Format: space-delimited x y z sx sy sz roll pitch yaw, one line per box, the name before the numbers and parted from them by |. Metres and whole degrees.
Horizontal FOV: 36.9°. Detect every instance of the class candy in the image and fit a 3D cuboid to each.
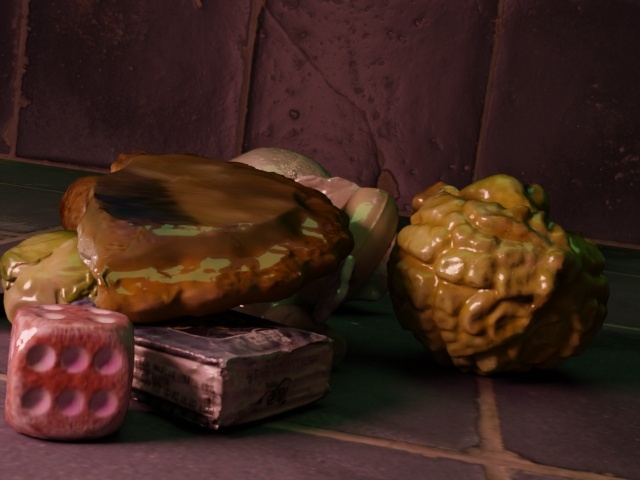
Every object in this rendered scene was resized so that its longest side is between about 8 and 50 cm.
candy | -0.078 -0.069 1.735 0.296 0.185 0.295 0 -12 0

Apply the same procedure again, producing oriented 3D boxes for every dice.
dice | -0.200 0.103 0.764 0.093 0.094 0.091 4 4 -19

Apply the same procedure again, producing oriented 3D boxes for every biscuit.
biscuit | -0.143 -0.027 1.003 0.329 0.078 0.335 -16 32 -42

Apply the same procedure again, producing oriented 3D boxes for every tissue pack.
tissue pack | -0.128 0.105 0.907 0.236 0.073 0.173 12 9 34

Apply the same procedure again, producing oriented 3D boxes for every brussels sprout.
brussels sprout | -0.265 0.051 1.025 0.155 0.117 0.155 2 34 -1

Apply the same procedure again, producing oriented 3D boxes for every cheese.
cheese | 0.013 0.037 1.104 0.071 0.163 0.249 38 41 -8

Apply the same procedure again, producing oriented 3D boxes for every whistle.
whistle | -0.052 0.091 1.145 0.126 0.067 0.258 6 9 -31

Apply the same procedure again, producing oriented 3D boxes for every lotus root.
lotus root | -0.366 -0.043 1.623 0.145 0.128 0.260 33 0 -24

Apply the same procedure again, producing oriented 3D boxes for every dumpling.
dumpling | 0.000 0.000 1.403 0.258 0.193 0.147 18 1 -2

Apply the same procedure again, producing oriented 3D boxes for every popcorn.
popcorn | 0.205 0.041 1.127 0.270 0.224 0.258 37 28 9

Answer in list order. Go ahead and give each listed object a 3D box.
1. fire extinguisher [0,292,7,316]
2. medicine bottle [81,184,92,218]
fire extinguisher | -0.366 0.075 1.105 0.038 0.025 0.083 49 20 13
medicine bottle | -0.257 0.002 1.320 0.147 0.143 0.147 9 2 0
